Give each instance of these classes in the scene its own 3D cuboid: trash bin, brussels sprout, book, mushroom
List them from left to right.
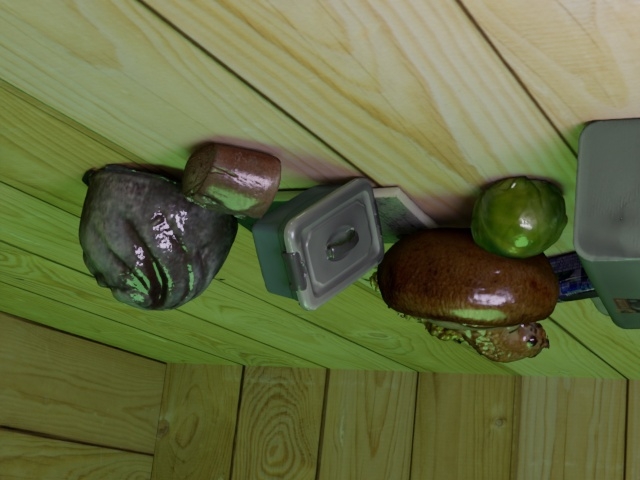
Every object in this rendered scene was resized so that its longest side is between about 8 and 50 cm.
[{"bbox_3d":[0.015,-0.042,2.083,0.379,0.031,0.264,-1,162,26],"label":"book"},{"bbox_3d":[0.281,0.103,1.998,0.345,0.260,0.345,-1,-175,0],"label":"mushroom"},{"bbox_3d":[0.325,-0.027,1.828,0.149,0.122,0.151,11,164,-6],"label":"brussels sprout"},{"bbox_3d":[0.464,-0.016,1.621,0.158,0.223,0.343,-1,162,27],"label":"trash bin"}]

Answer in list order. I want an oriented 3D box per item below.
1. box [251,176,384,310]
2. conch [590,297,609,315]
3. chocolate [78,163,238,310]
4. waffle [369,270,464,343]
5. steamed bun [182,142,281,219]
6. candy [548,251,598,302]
[{"bbox_3d":[0.000,0.000,1.858,0.130,0.162,0.227,8,-150,41],"label":"box"},{"bbox_3d":[0.592,0.089,2.309,0.104,0.094,0.176,9,146,54],"label":"conch"},{"bbox_3d":[-0.313,0.015,2.037,0.303,0.213,0.303,13,165,3],"label":"chocolate"},{"bbox_3d":[0.212,0.143,2.470,0.231,0.051,0.228,41,-166,34],"label":"waffle"},{"bbox_3d":[-0.150,-0.090,1.818,0.144,0.106,0.175,11,167,-19],"label":"steamed bun"},{"bbox_3d":[0.465,0.081,2.260,0.061,0.088,0.312,16,163,-29],"label":"candy"}]
